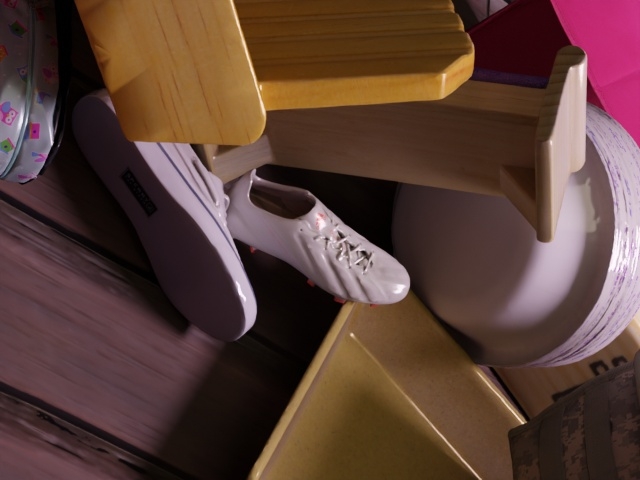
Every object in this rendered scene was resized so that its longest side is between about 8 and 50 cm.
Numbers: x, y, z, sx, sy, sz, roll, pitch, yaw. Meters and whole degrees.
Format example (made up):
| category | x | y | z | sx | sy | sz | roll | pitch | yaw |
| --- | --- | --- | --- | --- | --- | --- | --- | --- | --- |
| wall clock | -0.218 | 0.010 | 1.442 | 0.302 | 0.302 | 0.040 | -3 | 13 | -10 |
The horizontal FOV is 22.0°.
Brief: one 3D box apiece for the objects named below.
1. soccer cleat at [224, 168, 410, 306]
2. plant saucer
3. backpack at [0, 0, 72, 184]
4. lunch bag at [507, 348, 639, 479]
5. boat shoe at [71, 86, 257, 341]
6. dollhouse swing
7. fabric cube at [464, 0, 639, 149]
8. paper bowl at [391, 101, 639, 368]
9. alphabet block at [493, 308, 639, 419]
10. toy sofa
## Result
| category | x | y | z | sx | sy | sz | roll | pitch | yaw |
| --- | --- | --- | --- | --- | --- | --- | --- | --- | --- |
| soccer cleat | 0.000 | 0.000 | 1.533 | 0.196 | 0.076 | 0.068 | 25 | 44 | -7 |
| plant saucer | 0.074 | 0.239 | 1.564 | 0.332 | 0.081 | 0.333 | 48 | 42 | -16 |
| backpack | -0.270 | -0.135 | 1.371 | 0.115 | 0.152 | 0.182 | 7 | 66 | -23 |
| lunch bag | 0.327 | 0.222 | 1.517 | 0.169 | 0.287 | 0.235 | 42 | 28 | -24 |
| boat shoe | -0.122 | -0.034 | 1.492 | 0.084 | 0.095 | 0.258 | -33 | 96 | -46 |
| dollhouse swing | -0.062 | -0.282 | 1.399 | 0.347 | 0.305 | 0.315 | -106 | 180 | -54 |
| fabric cube | 0.275 | -0.149 | 1.860 | 0.258 | 0.254 | 0.259 | -25 | 89 | -49 |
| paper bowl | 0.188 | -0.012 | 1.663 | 0.148 | 0.284 | 0.284 | 4 | 66 | -46 |
| alphabet block | 0.338 | 0.128 | 1.819 | 0.197 | 0.193 | 0.192 | 55 | 39 | -10 |
| toy sofa | 0.064 | -0.131 | 1.533 | 0.150 | 0.363 | 0.177 | 79 | 26 | -51 |
